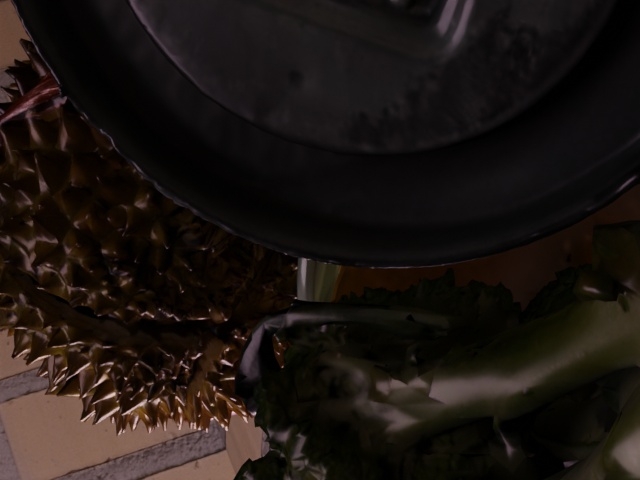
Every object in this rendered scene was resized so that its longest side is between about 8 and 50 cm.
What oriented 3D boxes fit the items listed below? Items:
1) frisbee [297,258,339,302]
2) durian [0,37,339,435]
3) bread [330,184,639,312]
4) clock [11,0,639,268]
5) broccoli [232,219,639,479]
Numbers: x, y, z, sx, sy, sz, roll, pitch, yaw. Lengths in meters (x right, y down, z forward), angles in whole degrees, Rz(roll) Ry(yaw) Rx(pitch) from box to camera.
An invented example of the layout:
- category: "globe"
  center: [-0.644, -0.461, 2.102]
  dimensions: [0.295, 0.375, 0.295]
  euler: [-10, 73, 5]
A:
- category: "frisbee"
  center: [0.000, 0.000, 0.901]
  dimensions: [0.110, 0.014, 0.110]
  euler: [7, -90, -82]
- category: "durian"
  center: [-0.086, -0.039, 1.082]
  dimensions: [0.348, 0.384, 0.347]
  euler: [20, 146, 14]
- category: "bread"
  center: [0.029, -0.016, 0.816]
  dimensions: [0.315, 0.279, 0.248]
  euler: [53, 168, 23]
- category: "clock"
  center: [0.019, -0.146, 0.601]
  dimensions: [0.066, 0.319, 0.318]
  euler: [-52, -48, -62]
- category: "broccoli"
  center: [0.122, 0.114, 0.527]
  dimensions: [0.321, 0.304, 0.283]
  euler: [57, 154, 28]
